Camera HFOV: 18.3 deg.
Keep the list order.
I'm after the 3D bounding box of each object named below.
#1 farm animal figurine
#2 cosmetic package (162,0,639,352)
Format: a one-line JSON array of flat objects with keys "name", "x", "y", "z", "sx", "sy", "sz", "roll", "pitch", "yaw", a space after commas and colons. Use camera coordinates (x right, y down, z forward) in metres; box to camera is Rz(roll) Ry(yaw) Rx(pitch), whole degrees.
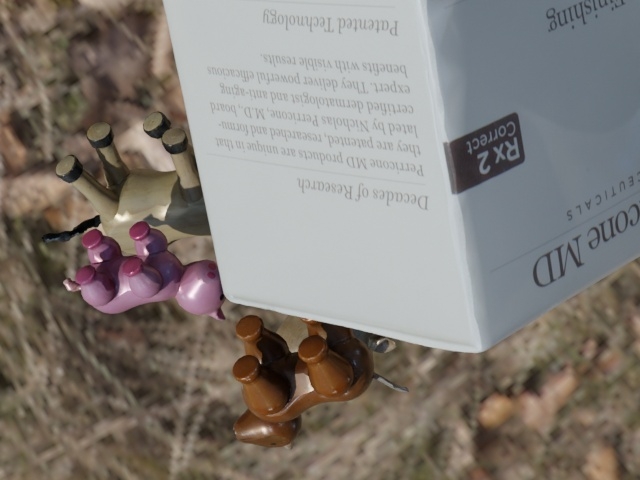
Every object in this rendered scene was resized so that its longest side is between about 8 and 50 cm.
[{"name": "farm animal figurine", "x": 0.000, "y": 0.000, "z": 1.409, "sx": 0.327, "sy": 0.330, "sz": 0.172, "roll": -37, "pitch": 136, "yaw": -2}, {"name": "cosmetic package", "x": 0.044, "y": -0.075, "z": 0.800, "sx": 0.151, "sy": 0.151, "sz": 0.183, "roll": -27, "pitch": 114, "yaw": -37}]
